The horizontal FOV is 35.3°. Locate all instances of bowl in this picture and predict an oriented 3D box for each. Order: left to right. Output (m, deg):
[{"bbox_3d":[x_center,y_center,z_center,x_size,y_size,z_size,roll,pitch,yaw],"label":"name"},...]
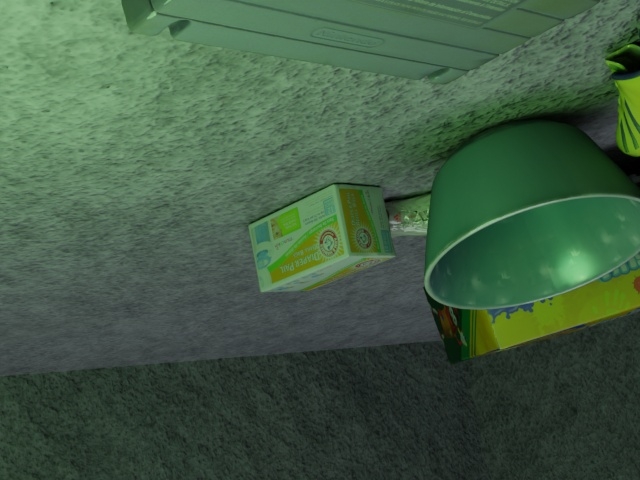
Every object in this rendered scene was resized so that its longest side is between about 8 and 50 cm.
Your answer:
[{"bbox_3d":[0.271,-0.046,1.341,0.312,0.163,0.311,-10,152,-5],"label":"bowl"}]

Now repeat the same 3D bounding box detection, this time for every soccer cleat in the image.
[{"bbox_3d":[0.143,-0.038,1.586,0.196,0.068,0.076,-14,165,25],"label":"soccer cleat"},{"bbox_3d":[0.373,-0.178,1.137,0.121,0.093,0.289,23,168,7],"label":"soccer cleat"}]

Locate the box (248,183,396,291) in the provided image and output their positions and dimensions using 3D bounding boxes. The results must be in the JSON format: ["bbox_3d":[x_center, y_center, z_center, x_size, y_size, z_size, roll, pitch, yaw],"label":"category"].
[{"bbox_3d":[0.000,0.000,1.517,0.103,0.114,0.203,1,162,-44],"label":"box"}]

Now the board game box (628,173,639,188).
[{"bbox_3d":[0.610,-0.100,1.739,0.390,0.050,0.390,-16,166,26],"label":"board game box"}]

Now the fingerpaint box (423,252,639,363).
[{"bbox_3d":[0.429,0.060,1.647,0.445,0.163,0.371,-16,171,-7],"label":"fingerpaint box"}]

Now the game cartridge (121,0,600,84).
[{"bbox_3d":[0.057,-0.206,0.779,0.355,0.068,0.230,1,159,-42],"label":"game cartridge"}]
